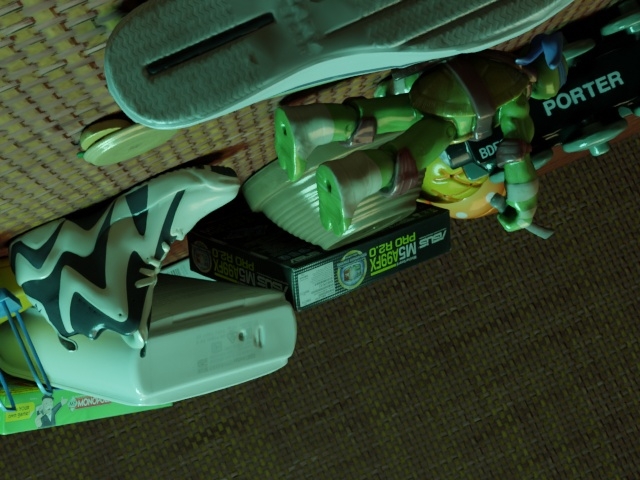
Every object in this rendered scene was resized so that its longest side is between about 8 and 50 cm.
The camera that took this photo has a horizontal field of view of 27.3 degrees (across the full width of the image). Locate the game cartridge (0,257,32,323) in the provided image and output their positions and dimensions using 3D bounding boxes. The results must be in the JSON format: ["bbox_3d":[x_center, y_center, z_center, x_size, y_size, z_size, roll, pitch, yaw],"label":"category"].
[{"bbox_3d":[-0.443,0.097,1.335,0.285,0.052,0.324,-27,176,29],"label":"game cartridge"}]

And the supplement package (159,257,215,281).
[{"bbox_3d":[-0.222,0.144,2.042,0.178,0.175,0.293,-24,175,-16],"label":"supplement package"}]

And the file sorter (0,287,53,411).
[{"bbox_3d":[-0.347,0.129,1.228,0.170,0.104,0.118,-25,176,-9],"label":"file sorter"}]

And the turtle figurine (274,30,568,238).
[{"bbox_3d":[0.102,-0.075,1.226,0.266,0.197,0.274,-18,169,-20],"label":"turtle figurine"}]

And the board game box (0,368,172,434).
[{"bbox_3d":[-0.356,0.186,1.598,0.214,0.046,0.317,1,180,28],"label":"board game box"}]

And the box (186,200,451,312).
[{"bbox_3d":[0.000,0.000,1.688,0.270,0.060,0.216,-20,-155,-38],"label":"box"}]

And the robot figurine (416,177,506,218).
[{"bbox_3d":[0.222,-0.095,1.918,0.158,0.128,0.219,15,-169,22],"label":"robot figurine"}]

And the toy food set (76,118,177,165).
[{"bbox_3d":[-0.146,-0.080,1.007,0.083,0.020,0.082,-23,175,-18],"label":"toy food set"}]

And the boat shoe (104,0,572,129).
[{"bbox_3d":[0.019,-0.147,0.762,0.302,0.109,0.094,-16,-168,10],"label":"boat shoe"}]

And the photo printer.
[{"bbox_3d":[-0.222,0.106,1.551,0.308,0.107,0.256,6,-168,41],"label":"photo printer"}]

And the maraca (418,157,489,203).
[{"bbox_3d":[0.171,-0.117,1.679,0.127,0.099,0.185,-24,149,-25],"label":"maraca"}]

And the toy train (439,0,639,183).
[{"bbox_3d":[0.285,-0.167,1.502,0.334,0.142,0.190,-24,-176,4],"label":"toy train"}]

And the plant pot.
[{"bbox_3d":[0.037,-0.061,1.537,0.237,0.109,0.237,-25,174,-3],"label":"plant pot"}]

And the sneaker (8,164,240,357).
[{"bbox_3d":[-0.169,0.030,1.277,0.235,0.153,0.094,-23,176,-13],"label":"sneaker"}]
